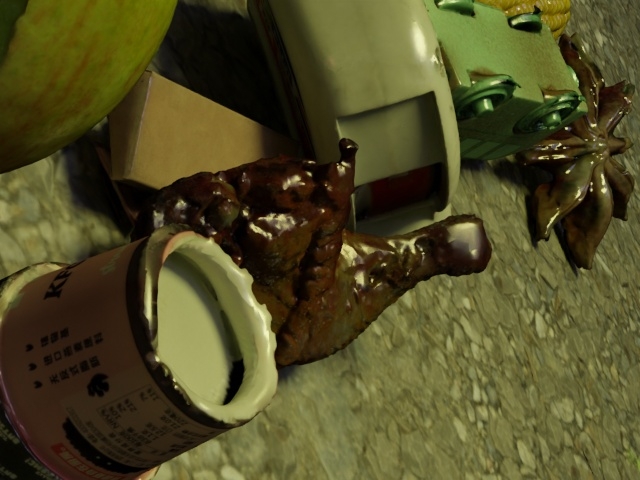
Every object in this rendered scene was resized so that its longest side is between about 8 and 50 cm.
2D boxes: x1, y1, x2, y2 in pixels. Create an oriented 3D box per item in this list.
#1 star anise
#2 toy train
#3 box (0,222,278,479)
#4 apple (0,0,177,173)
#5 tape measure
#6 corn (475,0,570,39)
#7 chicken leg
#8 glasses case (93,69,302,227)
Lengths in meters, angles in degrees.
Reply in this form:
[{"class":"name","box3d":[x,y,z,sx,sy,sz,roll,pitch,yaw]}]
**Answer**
[{"class":"star anise","box3d":[0.307,-0.106,1.634,0.288,0.088,0.288,-1,92,-46]},{"class":"toy train","box3d":[0.151,-0.159,1.391,0.326,0.159,0.129,0,66,-55]},{"class":"box","box3d":[-0.110,0.069,0.801,0.151,0.135,0.151,37,41,-40]},{"class":"apple","box3d":[-0.195,-0.162,0.744,0.246,0.226,0.246,40,35,-36]},{"class":"tape measure","box3d":[0.031,-0.124,1.111,0.265,0.130,0.258,97,-23,-74]},{"class":"corn","box3d":[0.194,-0.272,1.577,0.347,0.130,0.130,-15,81,-58]},{"class":"chicken leg","box3d":[-0.006,0.010,0.996,0.322,0.177,0.083,26,20,-50]},{"class":"glasses case","box3d":[-0.099,-0.049,0.997,0.193,0.070,0.102,20,79,-55]}]
